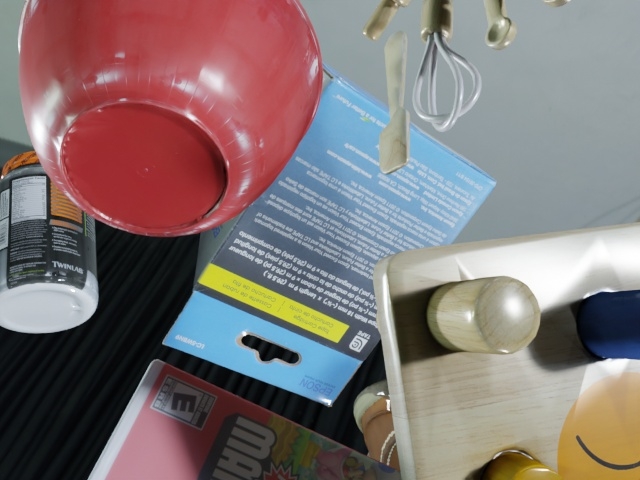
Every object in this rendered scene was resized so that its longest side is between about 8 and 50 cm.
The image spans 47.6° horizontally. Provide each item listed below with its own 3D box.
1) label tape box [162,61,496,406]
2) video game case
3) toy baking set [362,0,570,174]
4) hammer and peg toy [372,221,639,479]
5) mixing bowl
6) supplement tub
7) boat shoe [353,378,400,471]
[{"bbox_3d":[0.000,0.000,0.825,0.241,0.106,0.333,28,105,-29],"label":"label tape box"},{"bbox_3d":[-0.019,0.221,0.439,0.285,0.204,0.025,25,151,-2],"label":"video game case"},{"bbox_3d":[0.100,-0.185,0.571,0.030,0.196,0.256,23,117,-33],"label":"toy baking set"},{"bbox_3d":[0.214,0.106,0.421,0.362,0.265,0.127,-7,175,-18],"label":"hammer and peg toy"},{"bbox_3d":[-0.089,-0.068,0.407,0.182,0.098,0.181,0,134,0],"label":"mixing bowl"},{"bbox_3d":[-0.315,-0.001,0.824,0.117,0.190,0.117,-10,147,-6],"label":"supplement tub"},{"bbox_3d":[0.102,0.206,0.628,0.123,0.119,0.324,-12,148,0],"label":"boat shoe"}]
